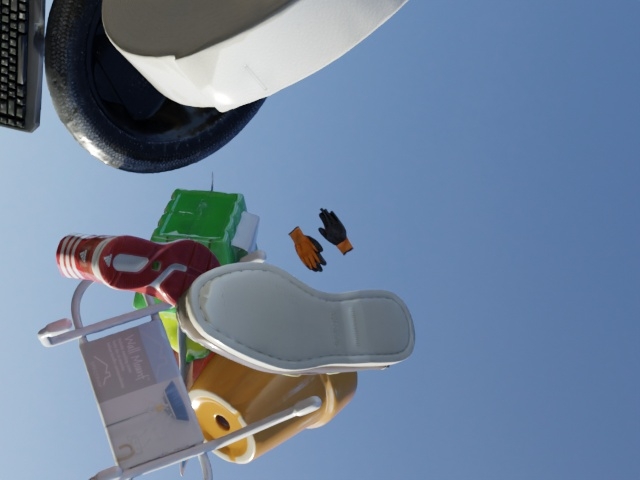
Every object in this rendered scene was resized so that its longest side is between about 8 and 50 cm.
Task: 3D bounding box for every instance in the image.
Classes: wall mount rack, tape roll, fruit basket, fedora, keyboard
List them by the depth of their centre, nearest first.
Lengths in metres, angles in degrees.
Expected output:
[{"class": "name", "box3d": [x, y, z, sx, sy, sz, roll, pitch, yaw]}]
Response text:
[{"class": "tape roll", "box3d": [-0.030, -0.287, 1.206, 0.392, 0.072, 0.392, -26, -140, 23]}, {"class": "fedora", "box3d": [-0.192, -0.244, 1.518, 0.152, 0.334, 0.334, 22, -88, 47]}, {"class": "wall mount rack", "box3d": [-0.182, 0.171, 1.728, 0.130, 0.304, 0.350, 117, -46, -73]}, {"class": "keyboard", "box3d": [-0.480, -0.316, 1.903, 0.033, 0.201, 0.317, -47, 149, -59]}, {"class": "fruit basket", "box3d": [-0.168, 0.114, 2.001, 0.327, 0.165, 0.353, -78, 165, -66]}]

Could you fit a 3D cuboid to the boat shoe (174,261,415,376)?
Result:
[{"class": "boat shoe", "box3d": [-0.036, 0.096, 1.489, 0.096, 0.324, 0.117, -21, -110, 43]}]

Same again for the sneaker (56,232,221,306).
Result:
[{"class": "sneaker", "box3d": [-0.223, 0.024, 1.619, 0.128, 0.221, 0.087, 13, -97, 36]}]

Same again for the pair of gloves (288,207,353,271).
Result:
[{"class": "pair of gloves", "box3d": [0.000, 0.000, 1.898, 0.083, 0.010, 0.074, -36, -100, 23]}]

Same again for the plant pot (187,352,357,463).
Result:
[{"class": "plant pot", "box3d": [-0.083, 0.207, 1.893, 0.188, 0.205, 0.205, -42, -176, -39]}]
